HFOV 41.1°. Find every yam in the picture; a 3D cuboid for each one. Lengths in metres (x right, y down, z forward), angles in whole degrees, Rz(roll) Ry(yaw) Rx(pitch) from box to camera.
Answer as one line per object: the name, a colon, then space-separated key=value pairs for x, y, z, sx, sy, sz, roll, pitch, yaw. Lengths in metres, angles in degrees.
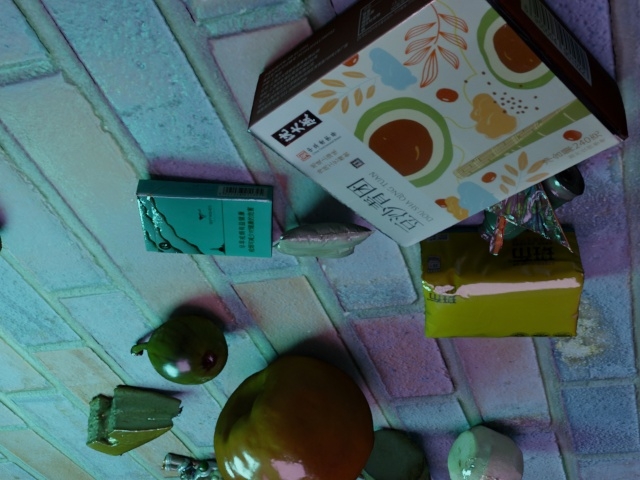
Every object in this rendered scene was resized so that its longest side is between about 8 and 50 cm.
yam: x=0.193 y=0.595 z=2.125 sx=0.168 sy=0.168 sz=0.304 roll=-3 pitch=140 yaw=12

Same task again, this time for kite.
kite: x=0.292 y=-0.060 z=1.317 sx=0.232 sy=0.009 sz=0.189 roll=27 pitch=120 yaw=31

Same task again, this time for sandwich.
sandwich: x=-0.449 y=0.424 z=2.041 sx=0.235 sy=0.122 sz=0.128 roll=-30 pitch=133 yaw=34

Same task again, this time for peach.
peach: x=-0.046 y=0.416 z=1.810 sx=0.301 sy=0.343 sz=0.343 roll=45 pitch=130 yaw=-16

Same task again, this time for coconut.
coconut: x=0.399 y=0.531 z=2.009 sx=0.183 sy=0.171 sz=0.171 roll=27 pitch=138 yaw=-17

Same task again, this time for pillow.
pillow: x=0.000 y=0.000 z=1.405 sx=0.148 sy=0.050 sz=0.230 roll=-7 pitch=174 yaw=-6

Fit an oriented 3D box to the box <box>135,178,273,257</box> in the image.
box: x=-0.195 y=-0.035 z=1.475 sx=0.226 sy=0.042 sz=0.161 roll=3 pitch=141 yaw=-1

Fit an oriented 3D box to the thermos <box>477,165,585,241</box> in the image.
thermos: x=0.320 y=-0.056 z=1.352 sx=0.083 sy=0.073 sz=0.187 roll=-7 pitch=156 yaw=-41

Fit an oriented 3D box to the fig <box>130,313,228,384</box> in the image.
fig: x=-0.314 y=0.213 z=1.782 sx=0.259 sy=0.151 sz=0.151 roll=12 pitch=152 yaw=40

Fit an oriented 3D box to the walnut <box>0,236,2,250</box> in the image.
walnut: x=-0.636 y=0.003 z=1.552 sx=0.105 sy=0.105 sz=0.124 roll=-20 pitch=143 yaw=30

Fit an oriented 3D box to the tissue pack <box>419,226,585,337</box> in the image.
tissue pack: x=0.307 y=0.079 z=1.478 sx=0.271 sy=0.134 sz=0.192 roll=-2 pitch=140 yaw=10

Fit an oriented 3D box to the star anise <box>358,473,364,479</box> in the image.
star anise: x=0.086 y=0.597 z=2.238 sx=0.141 sy=0.042 sz=0.141 roll=5 pitch=139 yaw=4

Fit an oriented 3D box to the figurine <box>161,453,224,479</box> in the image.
figurine: x=-0.334 y=0.638 z=2.312 sx=0.197 sy=0.093 sz=0.147 roll=12 pitch=130 yaw=-6

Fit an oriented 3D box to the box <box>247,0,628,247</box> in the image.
box: x=0.157 y=-0.185 z=1.177 sx=0.385 sy=0.122 sz=0.344 roll=-28 pitch=131 yaw=36
